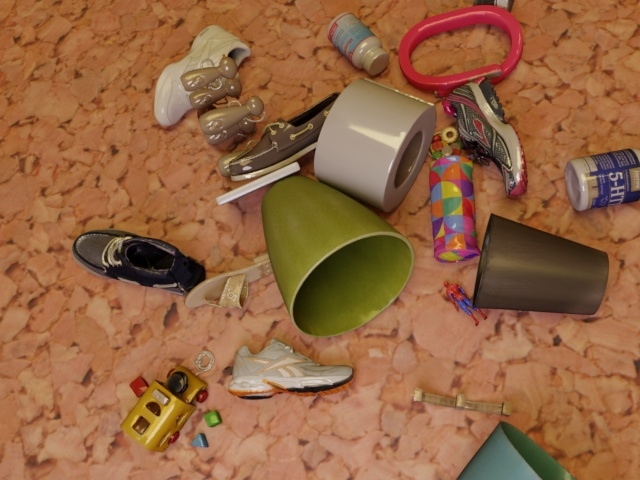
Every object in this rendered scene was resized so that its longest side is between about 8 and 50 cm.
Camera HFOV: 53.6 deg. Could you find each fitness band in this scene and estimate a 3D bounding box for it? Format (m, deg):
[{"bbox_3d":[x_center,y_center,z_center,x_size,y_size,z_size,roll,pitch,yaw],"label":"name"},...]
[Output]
[{"bbox_3d":[0.332,-0.452,1.508,0.291,0.054,0.208,-11,66,11],"label":"fitness band"}]

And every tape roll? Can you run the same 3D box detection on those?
[{"bbox_3d":[0.118,-0.202,1.354,0.169,0.246,0.246,26,76,19],"label":"tape roll"}]

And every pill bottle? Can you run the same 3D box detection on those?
[{"bbox_3d":[0.094,-0.478,1.548,0.087,0.087,0.160,-37,67,-5],"label":"pill bottle"},{"bbox_3d":[0.615,-0.130,1.307,0.187,0.112,0.111,-11,68,7],"label":"pill bottle"}]

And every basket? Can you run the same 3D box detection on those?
[{"bbox_3d":[0.433,0.060,1.253,0.227,0.154,0.204,11,66,10],"label":"basket"}]

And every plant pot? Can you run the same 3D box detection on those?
[{"bbox_3d":[0.000,0.000,1.312,0.275,0.274,0.293,-33,51,-3],"label":"plant pot"},{"bbox_3d":[0.330,0.490,1.042,0.293,0.293,0.235,43,97,21],"label":"plant pot"}]

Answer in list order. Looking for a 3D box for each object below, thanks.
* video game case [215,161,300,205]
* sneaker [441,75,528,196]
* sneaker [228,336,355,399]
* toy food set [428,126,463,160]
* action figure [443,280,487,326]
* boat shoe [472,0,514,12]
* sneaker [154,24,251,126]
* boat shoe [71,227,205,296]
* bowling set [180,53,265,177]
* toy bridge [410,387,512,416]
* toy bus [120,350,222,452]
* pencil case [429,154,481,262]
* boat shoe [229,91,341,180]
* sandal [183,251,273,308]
[{"bbox_3d":[-0.135,-0.127,1.418,0.191,0.173,0.022,-24,96,1],"label":"video game case"},{"bbox_3d":[0.367,-0.217,1.389,0.112,0.121,0.299,-23,60,9],"label":"sneaker"},{"bbox_3d":[-0.061,0.254,1.297,0.263,0.099,0.120,-4,65,8],"label":"sneaker"},{"bbox_3d":[0.284,-0.217,1.450,0.083,0.020,0.082,-20,67,2],"label":"toy food set"},{"bbox_3d":[0.294,0.127,1.314,0.038,0.030,0.115,-34,62,-9],"label":"action figure"},{"bbox_3d":[0.450,-0.699,1.557,0.105,0.113,0.306,15,88,22],"label":"boat shoe"},{"bbox_3d":[-0.295,-0.402,1.574,0.152,0.114,0.305,30,77,20],"label":"sneaker"},{"bbox_3d":[-0.432,0.026,1.414,0.341,0.158,0.127,12,72,14],"label":"boat shoe"},{"bbox_3d":[-0.218,-0.315,1.501,0.154,0.286,0.200,-22,34,-5],"label":"bowling set"},{"bbox_3d":[0.269,0.314,1.228,0.188,0.063,0.026,6,71,11],"label":"toy bridge"},{"bbox_3d":[-0.315,0.333,1.305,0.191,0.104,0.202,-14,68,5],"label":"toy bus"},{"bbox_3d":[0.288,-0.069,1.353,0.105,0.104,0.236,0,70,10],"label":"pencil case"},{"bbox_3d":[-0.071,-0.233,1.428,0.325,0.096,0.117,-28,24,-18],"label":"boat shoe"},{"bbox_3d":[-0.176,0.109,1.374,0.240,0.088,0.079,-28,61,-6],"label":"sandal"}]
